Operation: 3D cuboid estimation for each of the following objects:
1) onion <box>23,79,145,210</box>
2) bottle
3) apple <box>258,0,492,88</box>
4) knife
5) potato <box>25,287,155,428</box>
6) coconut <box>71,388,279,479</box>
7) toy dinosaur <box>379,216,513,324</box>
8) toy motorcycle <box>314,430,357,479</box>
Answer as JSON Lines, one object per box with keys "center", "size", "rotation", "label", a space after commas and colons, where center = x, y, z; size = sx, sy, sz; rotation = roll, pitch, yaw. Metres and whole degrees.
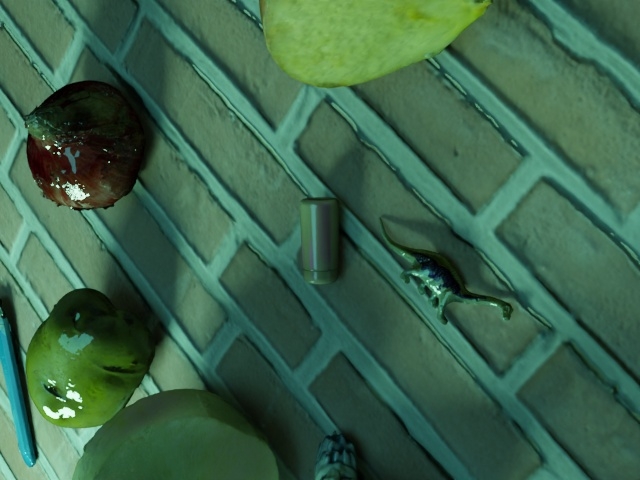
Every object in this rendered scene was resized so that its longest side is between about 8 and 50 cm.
{"center": [-0.329, -0.130, 1.053], "size": [0.184, 0.147, 0.184], "rotation": [-5, 80, 30], "label": "onion"}
{"center": [0.000, 0.000, 0.897], "size": [0.045, 0.045, 0.096], "rotation": [4, 101, 35], "label": "bottle"}
{"center": [0.073, -0.288, 0.687], "size": [0.252, 0.314, 0.309], "rotation": [44, 137, -19], "label": "apple"}
{"center": [-0.508, 0.231, 1.303], "size": [0.044, 0.026, 0.296], "rotation": [-8, 94, 39], "label": "knife"}
{"center": [-0.321, 0.165, 1.090], "size": [0.154, 0.137, 0.200], "rotation": [39, 115, 25], "label": "potato"}
{"center": [-0.174, 0.312, 0.953], "size": [0.259, 0.259, 0.259], "rotation": [5, 99, 35], "label": "coconut"}
{"center": [0.115, 0.042, 0.826], "size": [0.180, 0.037, 0.058], "rotation": [36, 92, 19], "label": "toy dinosaur"}
{"center": [0.015, 0.303, 0.857], "size": [0.239, 0.108, 0.204], "rotation": [119, 151, -60], "label": "toy motorcycle"}
